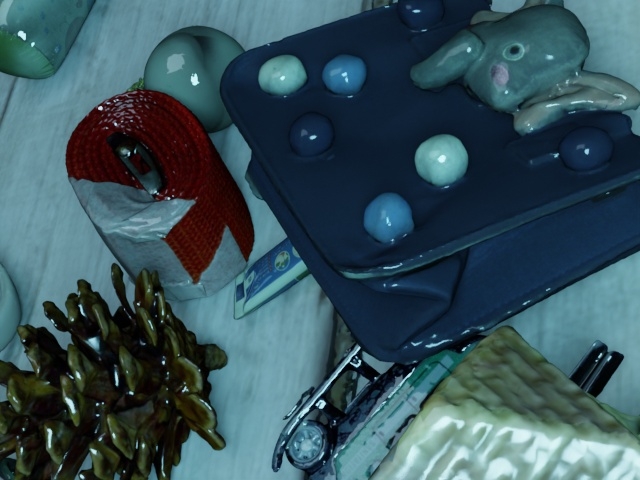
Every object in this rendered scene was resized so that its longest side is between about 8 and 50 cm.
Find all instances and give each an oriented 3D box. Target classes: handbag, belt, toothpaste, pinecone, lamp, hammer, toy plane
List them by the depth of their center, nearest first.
[{"bbox_3d":[0.032,0.191,0.875,0.382,0.106,0.155,-48,50,-2],"label":"toy plane"},{"bbox_3d":[0.090,-0.079,0.944,0.269,0.118,0.326,-25,37,-8],"label":"handbag"},{"bbox_3d":[-0.183,0.130,1.082,0.212,0.169,0.185,-38,24,-1],"label":"pinecone"},{"bbox_3d":[0.000,0.000,1.098,0.197,0.035,0.057,-35,33,26],"label":"toothpaste"},{"bbox_3d":[-0.139,-0.035,1.199,0.128,0.124,0.201,-33,44,-4],"label":"belt"},{"bbox_3d":[-0.115,-0.152,1.272,0.105,0.105,0.105,-26,46,30],"label":"lamp"},{"bbox_3d":[-0.393,-0.294,1.677,0.335,0.119,0.206,2,61,54],"label":"hammer"}]

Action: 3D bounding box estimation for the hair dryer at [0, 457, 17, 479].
[{"bbox_3d":[-0.320,0.221,1.253,0.100,0.057,0.197,-51,33,0],"label":"hair dryer"}]

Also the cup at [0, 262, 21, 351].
[{"bbox_3d":[-0.452,0.050,1.408,0.301,0.227,0.257,-3,50,11],"label":"cup"}]

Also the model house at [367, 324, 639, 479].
[{"bbox_3d":[0.153,0.180,0.623,0.261,0.266,0.321,-53,38,7],"label":"model house"}]

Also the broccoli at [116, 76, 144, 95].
[{"bbox_3d":[-0.182,-0.106,1.325,0.097,0.095,0.092,-32,-8,-14],"label":"broccoli"}]
